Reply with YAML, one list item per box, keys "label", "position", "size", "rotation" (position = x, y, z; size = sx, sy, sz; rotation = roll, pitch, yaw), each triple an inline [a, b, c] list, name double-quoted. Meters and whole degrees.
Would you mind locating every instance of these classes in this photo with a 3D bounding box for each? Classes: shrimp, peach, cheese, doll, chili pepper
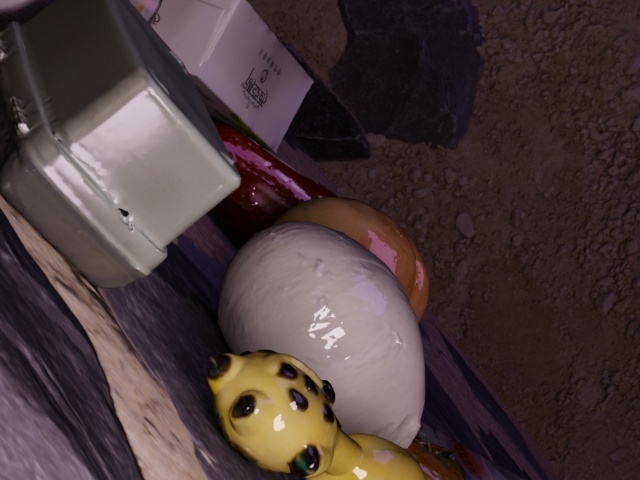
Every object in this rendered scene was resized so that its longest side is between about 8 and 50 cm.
- label: "shrimp"
  position: [0.129, 0.260, 1.889]
  size: [0.115, 0.051, 0.217]
  rotation: [53, 7, 15]
- label: "peach"
  position: [0.023, 0.045, 1.683]
  size: [0.184, 0.184, 0.184]
  rotation: [53, 5, -7]
- label: "cheese"
  position: [0.002, 0.076, 1.377]
  size: [0.189, 0.154, 0.198]
  rotation: [43, 11, -37]
- label: "doll"
  position: [0.006, 0.162, 1.205]
  size: [0.291, 0.086, 0.117]
  rotation: [45, 14, -48]
- label: "chili pepper"
  position: [-0.090, -0.072, 1.837]
  size: [0.252, 0.136, 0.144]
  rotation: [43, 36, -26]

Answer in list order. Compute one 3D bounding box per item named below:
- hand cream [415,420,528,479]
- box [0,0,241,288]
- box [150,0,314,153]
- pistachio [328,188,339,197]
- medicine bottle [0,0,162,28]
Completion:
- label: "hand cream"
  position: [0.218, 0.326, 2.188]
  size: [0.340, 0.077, 0.124]
  rotation: [40, 15, -52]
- label: "box"
  position: [-0.153, -0.081, 1.118]
  size: [0.148, 0.129, 0.210]
  rotation: [49, 8, -36]
- label: "box"
  position: [-0.145, -0.214, 1.809]
  size: [0.194, 0.111, 0.260]
  rotation: [24, -5, 24]
- label: "pistachio"
  position: [0.000, 0.000, 2.030]
  size: [0.185, 0.124, 0.124]
  rotation: [52, 4, 28]
- label: "medicine bottle"
  position: [-0.228, -0.240, 1.314]
  size: [0.165, 0.165, 0.273]
  rotation: [54, 6, 4]
